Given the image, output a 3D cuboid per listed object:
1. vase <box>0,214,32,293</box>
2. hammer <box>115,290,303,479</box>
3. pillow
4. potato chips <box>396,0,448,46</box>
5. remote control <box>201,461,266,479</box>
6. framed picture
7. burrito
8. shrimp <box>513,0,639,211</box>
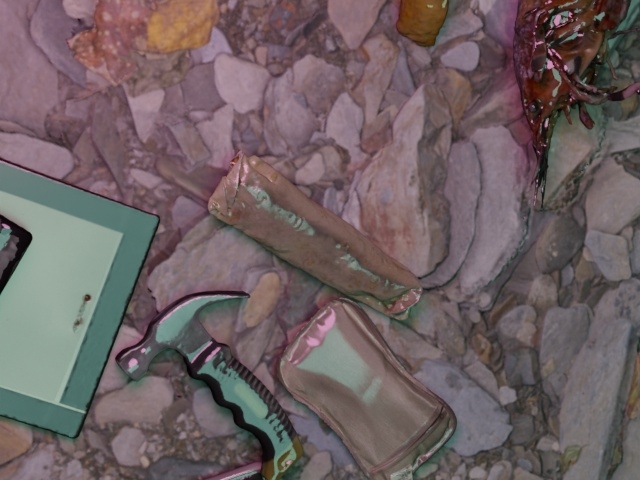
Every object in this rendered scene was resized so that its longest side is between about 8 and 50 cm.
[{"bbox_3d":[-0.371,0.072,1.327,0.060,0.060,0.211,30,88,-19],"label":"vase"},{"bbox_3d":[-0.099,0.162,1.442,0.158,0.041,0.226,-40,100,-9],"label":"hammer"},{"bbox_3d":[0.054,0.180,1.502,0.130,0.038,0.233,-44,106,-5],"label":"pillow"},{"bbox_3d":[0.132,-0.421,1.432,0.057,0.080,0.407,6,95,-8],"label":"potato chips"},{"bbox_3d":[-0.174,0.318,1.452,0.260,0.029,0.067,-17,101,-15],"label":"remote control"},{"bbox_3d":[-0.371,0.039,1.362,0.347,0.016,0.265,20,90,-18],"label":"framed picture"},{"bbox_3d":[0.000,0.000,1.453,0.275,0.059,0.082,32,94,-19],"label":"burrito"},{"bbox_3d":[0.287,-0.201,1.488,0.145,0.116,0.343,9,94,-4],"label":"shrimp"}]
